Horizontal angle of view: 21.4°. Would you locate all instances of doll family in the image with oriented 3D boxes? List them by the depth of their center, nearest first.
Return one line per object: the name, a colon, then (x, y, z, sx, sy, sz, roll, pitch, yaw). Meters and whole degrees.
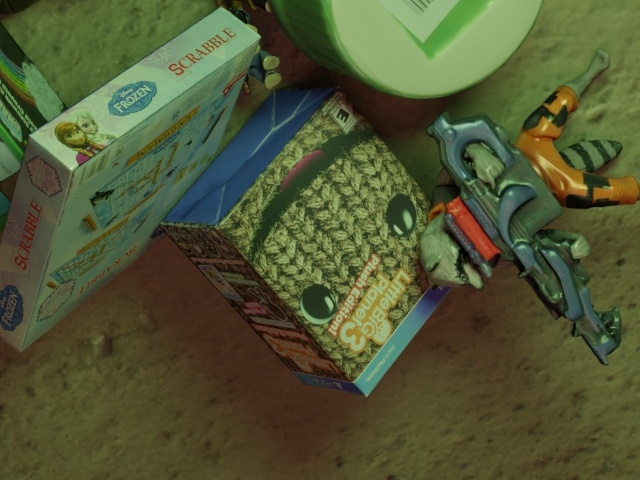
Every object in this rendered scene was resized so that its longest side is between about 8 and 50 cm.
doll family: (-0.094, -0.258, 1.945, 0.076, 0.111, 0.193, -8, 112, -38)

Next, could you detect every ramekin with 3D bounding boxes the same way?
ramekin: (0.102, -0.301, 1.861, 0.303, 0.148, 0.303, -9, 117, -19)

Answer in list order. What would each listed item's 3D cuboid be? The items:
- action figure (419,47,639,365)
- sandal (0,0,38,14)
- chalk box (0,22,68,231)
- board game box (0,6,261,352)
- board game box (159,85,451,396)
action figure: (0.266, -0.023, 1.992, 0.330, 0.178, 0.341, -29, 91, -13)
sandal: (-0.292, -0.323, 1.924, 0.219, 0.060, 0.090, -24, 112, 25)
chalk box: (-0.410, -0.104, 1.899, 0.179, 0.289, 0.180, -30, 116, 13)
board game box: (-0.223, -0.067, 1.880, 0.066, 0.318, 0.318, 38, 137, 12)
board game box: (0.000, 0.000, 2.011, 0.291, 0.141, 0.232, 49, 67, -25)
